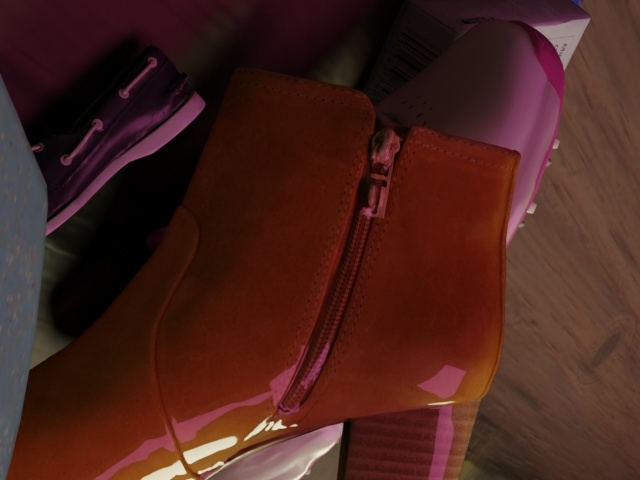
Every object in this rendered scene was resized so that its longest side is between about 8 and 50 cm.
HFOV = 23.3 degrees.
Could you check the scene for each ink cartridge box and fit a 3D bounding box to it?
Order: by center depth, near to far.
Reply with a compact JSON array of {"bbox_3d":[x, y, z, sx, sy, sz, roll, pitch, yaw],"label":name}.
[{"bbox_3d":[0.084,-0.051,0.972,0.224,0.045,0.223,-17,138,-52],"label":"ink cartridge box"}]

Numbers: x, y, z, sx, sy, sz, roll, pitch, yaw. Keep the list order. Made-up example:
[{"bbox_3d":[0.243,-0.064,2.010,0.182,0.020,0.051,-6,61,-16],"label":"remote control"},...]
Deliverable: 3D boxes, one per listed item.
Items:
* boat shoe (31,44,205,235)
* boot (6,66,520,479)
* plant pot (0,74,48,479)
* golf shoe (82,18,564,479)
[{"bbox_3d":[-0.107,-0.036,0.673,0.125,0.038,0.046,-40,-165,-12],"label":"boat shoe"},{"bbox_3d":[-0.061,0.023,0.713,0.104,0.295,0.211,161,-64,-82],"label":"boot"},{"bbox_3d":[-0.202,0.015,0.353,0.252,0.248,0.247,-54,158,-25],"label":"plant pot"},{"bbox_3d":[0.000,0.000,0.796,0.140,0.115,0.306,34,98,-34],"label":"golf shoe"}]
